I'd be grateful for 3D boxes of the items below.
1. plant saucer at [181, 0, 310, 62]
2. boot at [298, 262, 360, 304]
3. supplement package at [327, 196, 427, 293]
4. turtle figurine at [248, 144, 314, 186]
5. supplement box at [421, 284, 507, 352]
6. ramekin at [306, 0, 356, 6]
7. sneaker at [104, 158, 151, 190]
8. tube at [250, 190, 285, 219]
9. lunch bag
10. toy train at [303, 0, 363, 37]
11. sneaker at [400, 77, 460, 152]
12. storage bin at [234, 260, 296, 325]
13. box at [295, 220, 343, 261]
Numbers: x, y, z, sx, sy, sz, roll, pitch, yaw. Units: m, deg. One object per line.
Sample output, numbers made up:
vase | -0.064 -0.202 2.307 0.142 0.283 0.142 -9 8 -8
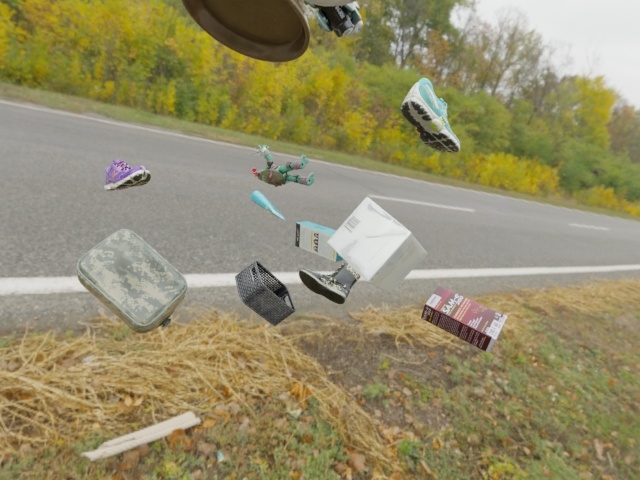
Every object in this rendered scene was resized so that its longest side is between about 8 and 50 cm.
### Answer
plant saucer | -0.149 -0.469 0.856 0.278 0.041 0.278 17 -10 3
boot | 0.043 0.158 1.808 0.236 0.085 0.178 29 48 17
supplement package | 0.195 0.025 1.388 0.198 0.199 0.263 44 6 28
turtle figurine | -0.146 -0.246 1.479 0.234 0.118 0.175 6 -23 28
supplement box | 0.475 0.256 1.385 0.240 0.073 0.130 25 41 27
ramekin | 0.027 -0.610 0.791 0.273 0.127 0.273 -6 -22 -3
sneaker | -0.457 -0.156 0.962 0.170 0.071 0.068 -1 11 38
tube | -0.217 -0.142 1.705 0.080 0.052 0.207 26 9 -45
lunch bag | -0.593 0.144 1.319 0.305 0.256 0.212 41 56 -1
toy train | 0.022 -0.823 1.368 0.333 0.142 0.190 56 34 -4
sneaker | 0.342 -0.352 1.209 0.107 0.109 0.275 16 -16 46
storage bin | -0.167 0.162 1.268 0.180 0.084 0.122 49 8 -40
box | 0.000 0.000 1.596 0.060 0.100 0.244 -10 21 -39
